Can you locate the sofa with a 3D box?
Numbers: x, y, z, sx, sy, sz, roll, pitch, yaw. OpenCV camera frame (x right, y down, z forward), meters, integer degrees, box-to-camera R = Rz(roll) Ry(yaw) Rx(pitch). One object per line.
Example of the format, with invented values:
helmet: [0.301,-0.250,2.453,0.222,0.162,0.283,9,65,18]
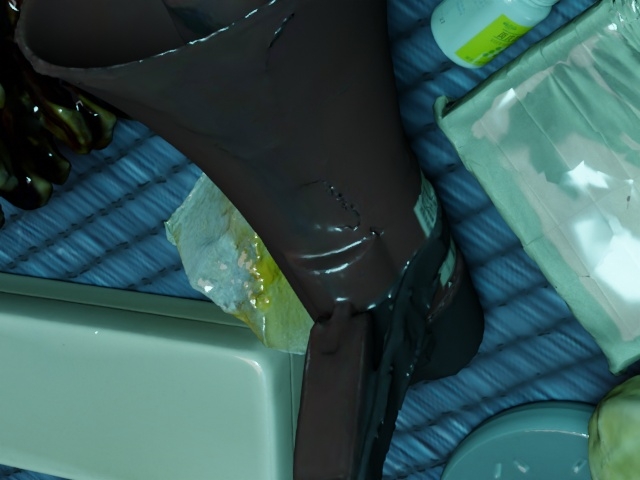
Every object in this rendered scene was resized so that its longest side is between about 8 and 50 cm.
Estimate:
sofa: [0.188,-0.040,0.548,0.225,0.176,0.210,-32,95,29]

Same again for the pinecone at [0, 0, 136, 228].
pinecone: [-0.219,-0.126,0.645,0.244,0.309,0.244,27,153,15]

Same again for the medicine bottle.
medicine bottle: [0.106,-0.139,0.606,0.047,0.047,0.083,52,138,-3]

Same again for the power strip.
power strip: [0.171,0.174,0.713,0.216,0.044,0.137,-23,99,29]

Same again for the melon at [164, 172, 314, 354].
melon: [-0.053,-0.009,0.713,0.140,0.093,0.202,1,106,30]

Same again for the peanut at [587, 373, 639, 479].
peanut: [0.291,0.174,0.593,0.313,0.152,0.152,27,119,-5]

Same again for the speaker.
speaker: [0.014,-0.018,0.547,0.198,0.259,0.329,-31,123,0]

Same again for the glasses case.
glasses case: [-0.176,0.112,0.817,0.337,0.076,0.143,7,112,20]
